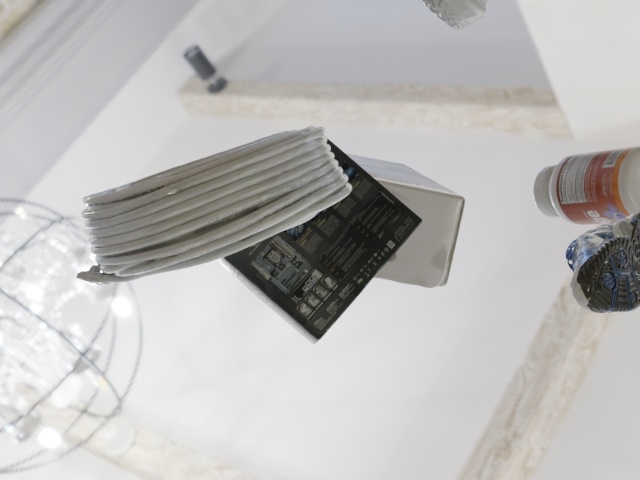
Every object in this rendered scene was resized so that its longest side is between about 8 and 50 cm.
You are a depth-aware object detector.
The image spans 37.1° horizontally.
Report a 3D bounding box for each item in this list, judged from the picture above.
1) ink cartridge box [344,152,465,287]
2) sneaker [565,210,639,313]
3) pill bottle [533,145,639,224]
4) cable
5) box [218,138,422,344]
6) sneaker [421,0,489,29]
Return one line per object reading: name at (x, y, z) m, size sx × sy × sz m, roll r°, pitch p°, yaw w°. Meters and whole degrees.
ink cartridge box at (0.059, -0.059, 1.727) m, size 0.395 × 0.286 × 0.166 m, roll -129°, pitch -131°, yaw -74°
sneaker at (0.307, 0.032, 1.036) m, size 0.081 × 0.080 × 0.211 m, roll -19°, pitch -175°, yaw 35°
pill bottle at (0.459, -0.087, 1.569) m, size 0.121 × 0.121 × 0.216 m, roll -52°, pitch -157°, yaw -21°
cable at (-0.102, -0.040, 0.931) m, size 0.257 × 0.089 × 0.257 m, roll -24°, pitch -171°, yaw -31°
box at (0.000, 0.000, 1.336) m, size 0.232 × 0.183 × 0.059 m, roll -49°, pitch 178°, yaw -16°
sneaker at (0.178, -0.379, 0.921) m, size 0.210 × 0.137 × 0.365 m, roll -30°, pitch -142°, yaw 42°
